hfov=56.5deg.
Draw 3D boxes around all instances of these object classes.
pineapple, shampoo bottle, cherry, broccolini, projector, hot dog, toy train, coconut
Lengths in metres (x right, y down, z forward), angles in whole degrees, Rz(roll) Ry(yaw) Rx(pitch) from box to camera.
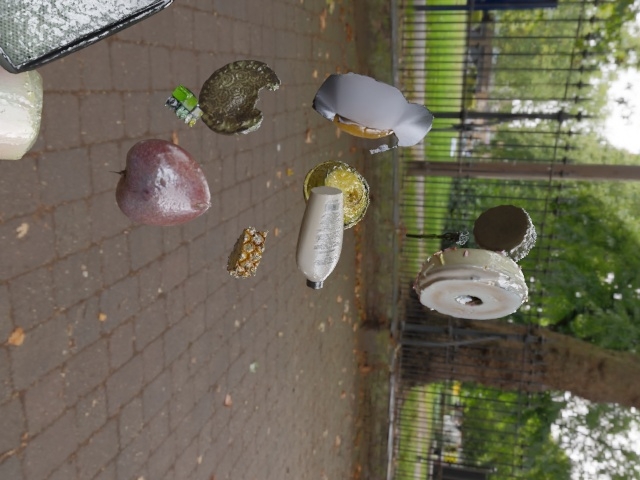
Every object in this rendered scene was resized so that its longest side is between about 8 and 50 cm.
[{"bbox_3d":[-0.243,0.061,1.915,0.233,0.079,0.135,131,-30,-52],"label":"pineapple"},{"bbox_3d":[0.000,0.000,1.435,0.127,0.078,0.257,-11,118,-37],"label":"shampoo bottle"},{"bbox_3d":[-0.468,-0.167,1.766,0.221,0.307,0.261,-100,-148,-65],"label":"cherry"},{"bbox_3d":[0.342,-0.014,1.752,0.044,0.218,0.042,2,93,-40],"label":"broccolini"},{"bbox_3d":[-0.553,-0.591,1.260,0.395,0.404,0.242,60,-5,36],"label":"projector"},{"bbox_3d":[0.135,-0.351,1.680,0.194,0.325,0.107,-60,-168,-3],"label":"hot dog"},{"bbox_3d":[-0.388,-0.387,1.715,0.081,0.060,0.202,-49,179,0],"label":"toy train"},{"bbox_3d":[-0.858,-0.344,1.432,0.309,0.297,0.298,5,89,-39],"label":"coconut"}]

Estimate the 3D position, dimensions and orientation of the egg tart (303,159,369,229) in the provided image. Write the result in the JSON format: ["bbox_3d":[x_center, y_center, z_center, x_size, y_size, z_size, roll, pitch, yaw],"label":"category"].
[{"bbox_3d":[0.051,-0.133,1.655,0.090,0.212,0.213,-25,-126,63],"label":"egg tart"}]

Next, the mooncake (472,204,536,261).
[{"bbox_3d":[0.712,-0.021,2.301,0.124,0.228,0.228,52,40,-44],"label":"mooncake"}]

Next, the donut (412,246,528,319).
[{"bbox_3d":[0.510,0.144,2.030,0.383,0.382,0.143,74,24,-59],"label":"donut"}]

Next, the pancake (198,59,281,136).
[{"bbox_3d":[-0.262,-0.468,1.941,0.033,0.285,0.289,81,-11,-66],"label":"pancake"}]
